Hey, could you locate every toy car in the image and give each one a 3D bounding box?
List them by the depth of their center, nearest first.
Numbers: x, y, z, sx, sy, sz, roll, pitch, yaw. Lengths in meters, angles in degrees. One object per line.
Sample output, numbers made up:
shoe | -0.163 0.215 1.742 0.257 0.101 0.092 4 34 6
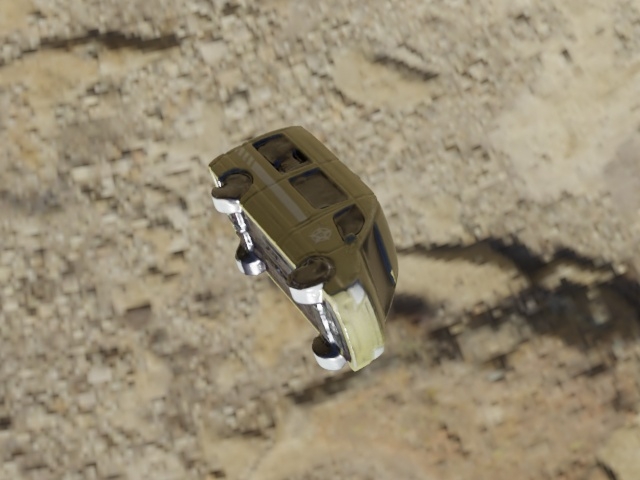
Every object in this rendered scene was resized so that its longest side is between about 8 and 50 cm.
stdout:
toy car | 0.000 0.000 1.452 0.124 0.257 0.101 -30 130 -11
